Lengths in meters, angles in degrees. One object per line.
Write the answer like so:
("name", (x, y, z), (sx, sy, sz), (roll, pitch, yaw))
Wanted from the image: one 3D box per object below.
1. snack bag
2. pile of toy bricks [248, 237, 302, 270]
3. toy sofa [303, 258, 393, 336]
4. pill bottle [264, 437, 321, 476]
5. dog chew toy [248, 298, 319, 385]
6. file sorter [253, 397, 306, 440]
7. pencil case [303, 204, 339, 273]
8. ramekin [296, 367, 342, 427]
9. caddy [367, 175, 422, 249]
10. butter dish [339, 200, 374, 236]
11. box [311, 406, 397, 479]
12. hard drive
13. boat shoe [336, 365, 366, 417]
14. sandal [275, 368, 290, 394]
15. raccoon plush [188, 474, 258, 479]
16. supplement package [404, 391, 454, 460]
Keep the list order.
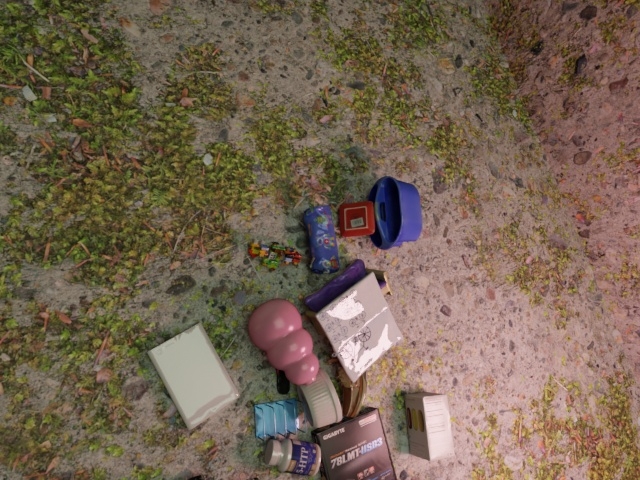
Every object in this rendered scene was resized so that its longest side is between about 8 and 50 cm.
("snack bag", (0.166, 0.346, 1.614), (0.323, 0.037, 0.342), (-33, 105, -29))
("pile of toy bricks", (-0.187, 0.074, 1.664), (0.212, 0.118, 0.105), (13, 110, -32))
("toy sofa", (0.118, 0.234, 1.698), (0.362, 0.150, 0.177), (-33, 111, -28))
("pill bottle", (-0.103, 0.790, 1.493), (0.187, 0.112, 0.112), (20, 69, -19))
("dog chew toy", (-0.124, 0.382, 1.512), (0.207, 0.206, 0.332), (-27, 72, -28))
("file sorter", (-0.147, 0.664, 1.510), (0.170, 0.104, 0.118), (1, 77, -25))
("pencil case", (0.000, 0.000, 1.747), (0.133, 0.119, 0.306), (-2, 77, -28))
("ramekin", (-0.011, 0.600, 1.540), (0.109, 0.207, 0.207), (-18, 84, -18))
("caddy", (0.320, -0.123, 1.863), (0.179, 0.241, 0.341), (5, 74, -28))
("butter dish", (0.174, -0.085, 1.859), (0.160, 0.118, 0.159), (-6, 73, 17))
("box", (0.135, 0.855, 1.611), (0.296, 0.073, 0.293), (-9, 81, -27))
("hard drive", (-0.450, 0.478, 1.456), (0.203, 0.040, 0.307), (-28, 90, -28))
("boat shoe", (0.120, 0.548, 1.667), (0.120, 0.122, 0.324), (20, 61, -13))
("sandal", (-0.145, 0.507, 1.588), (0.067, 0.040, 0.179), (-4, 78, -26))
("raccoon plush", (-0.361, 0.970, 1.332), (0.299, 0.216, 0.446), (38, 93, -27))
("supplement package", (0.461, 0.785, 1.741), (0.134, 0.139, 0.244), (3, 74, -25))
